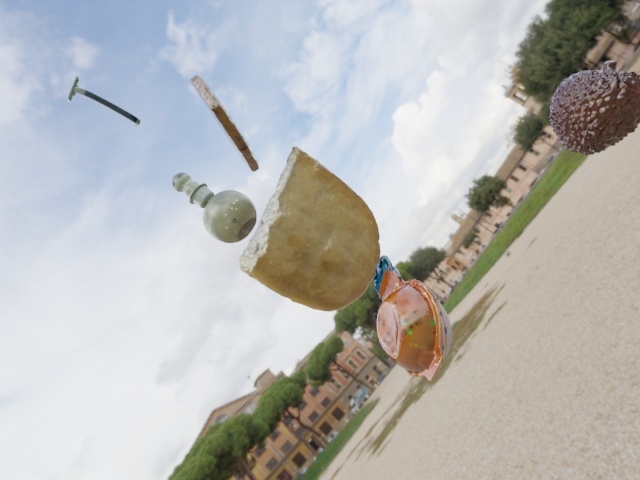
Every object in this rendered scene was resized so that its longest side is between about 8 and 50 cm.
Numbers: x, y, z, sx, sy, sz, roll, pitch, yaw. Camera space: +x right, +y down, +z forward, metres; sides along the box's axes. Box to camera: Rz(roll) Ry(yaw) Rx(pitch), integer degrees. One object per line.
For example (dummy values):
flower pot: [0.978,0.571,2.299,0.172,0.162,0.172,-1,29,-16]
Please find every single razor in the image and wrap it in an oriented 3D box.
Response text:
razor: [-0.571,-0.362,1.166,0.191,0.037,0.068,25,-103,-46]

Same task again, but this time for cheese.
cheese: [0.188,0.162,0.973,0.129,0.329,0.216,3,-58,-18]

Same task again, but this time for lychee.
lychee: [0.397,-0.187,0.624,0.123,0.123,0.129,-42,-54,-26]

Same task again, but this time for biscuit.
biscuit: [-0.306,-0.378,1.400,0.046,0.359,0.359,-34,-19,-5]
biscuit: [0.001,0.000,1.308,0.104,0.446,0.429,-23,34,57]

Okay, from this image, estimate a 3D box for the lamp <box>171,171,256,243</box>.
lamp: [-0.189,-0.063,0.744,0.091,0.163,0.091,-54,-9,-13]
